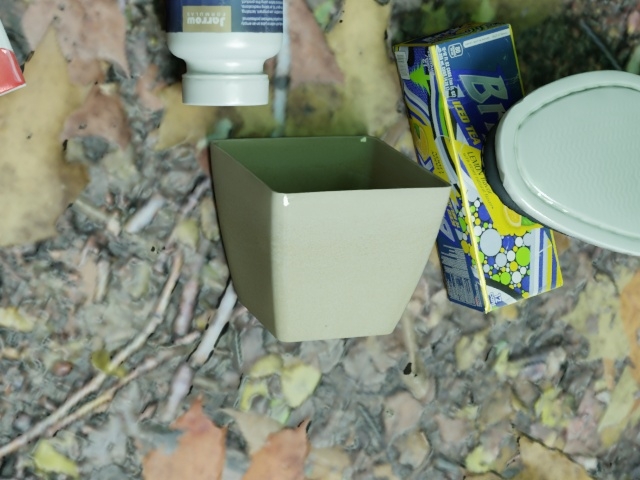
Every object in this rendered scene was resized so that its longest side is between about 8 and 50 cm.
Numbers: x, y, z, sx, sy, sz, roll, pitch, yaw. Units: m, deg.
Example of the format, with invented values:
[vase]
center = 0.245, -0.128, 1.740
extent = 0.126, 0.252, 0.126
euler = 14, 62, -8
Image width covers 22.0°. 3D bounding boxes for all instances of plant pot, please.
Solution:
[plant pot]
center = 0.000, 0.000, 0.955
extent = 0.109, 0.109, 0.096
euler = -3, 111, -24

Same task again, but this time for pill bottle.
[pill bottle]
center = -0.054, -0.137, 0.928
extent = 0.067, 0.067, 0.120
euler = -3, 97, -24

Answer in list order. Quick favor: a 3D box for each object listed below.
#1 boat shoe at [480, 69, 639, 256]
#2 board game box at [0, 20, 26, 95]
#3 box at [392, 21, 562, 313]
[boat shoe]
center = 0.207, -0.039, 1.017
extent = 0.302, 0.091, 0.114
euler = 5, 80, -34
[board game box]
center = -0.296, -0.182, 0.823
extent = 0.193, 0.053, 0.305
euler = -26, 106, -19
[box]
center = 0.097, -0.046, 1.014
extent = 0.059, 0.054, 0.169
euler = -18, 104, -22
